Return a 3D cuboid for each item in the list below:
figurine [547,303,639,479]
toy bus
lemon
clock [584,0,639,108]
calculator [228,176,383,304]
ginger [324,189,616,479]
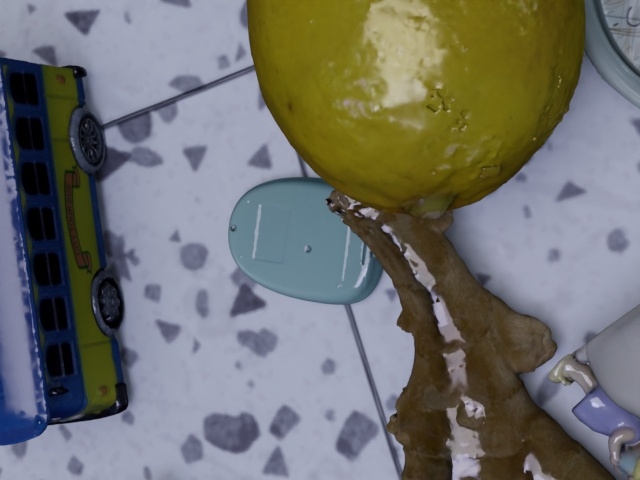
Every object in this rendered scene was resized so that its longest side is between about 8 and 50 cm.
[{"bbox_3d":[0.278,0.142,1.044,0.155,0.127,0.235,-36,79,7],"label":"figurine"},{"bbox_3d":[-0.251,0.008,1.204,0.138,0.175,0.287,-9,88,19],"label":"toy bus"},{"bbox_3d":[0.064,-0.151,1.060,0.236,0.236,0.263,-9,97,19],"label":"lemon"},{"bbox_3d":[0.287,-0.188,1.074,0.237,0.053,0.236,0,88,19],"label":"clock"},{"bbox_3d":[0.000,0.000,1.196,0.153,0.021,0.095,9,94,22],"label":"calculator"},{"bbox_3d":[0.106,0.100,1.125,0.148,0.081,0.333,-24,87,20],"label":"ginger"}]
